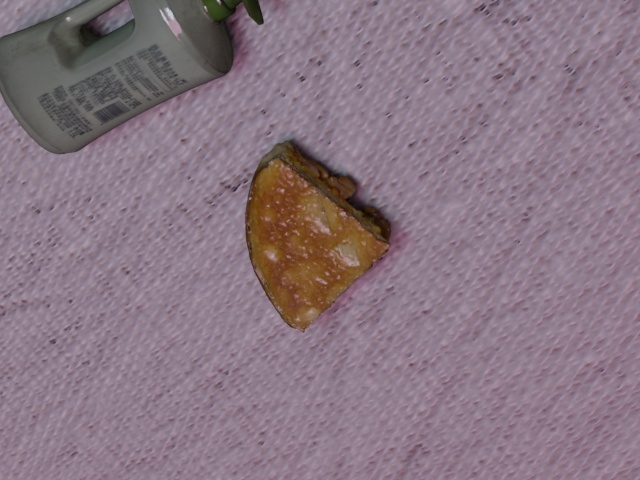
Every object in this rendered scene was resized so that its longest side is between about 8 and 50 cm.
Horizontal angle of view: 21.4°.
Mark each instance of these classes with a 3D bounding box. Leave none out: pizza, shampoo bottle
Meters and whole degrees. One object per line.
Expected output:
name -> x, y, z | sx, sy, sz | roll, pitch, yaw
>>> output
pizza -> 0.000, 0.000, 1.485 | 0.134, 0.046, 0.175 | 10, 118, 13
shampoo bottle -> -0.155, -0.166, 1.426 | 0.234, 0.087, 0.118 | -24, 107, 25
